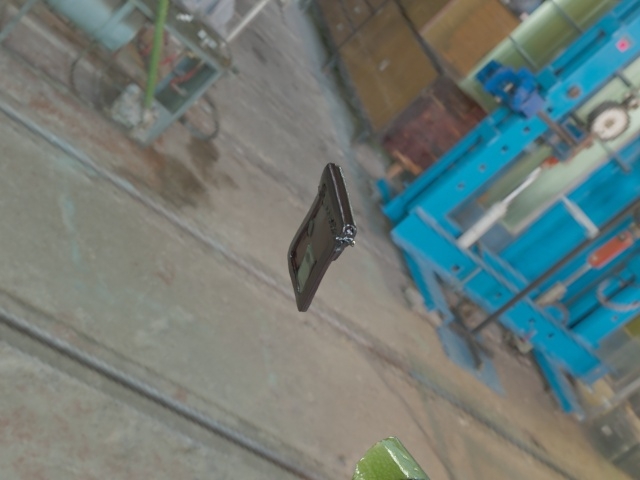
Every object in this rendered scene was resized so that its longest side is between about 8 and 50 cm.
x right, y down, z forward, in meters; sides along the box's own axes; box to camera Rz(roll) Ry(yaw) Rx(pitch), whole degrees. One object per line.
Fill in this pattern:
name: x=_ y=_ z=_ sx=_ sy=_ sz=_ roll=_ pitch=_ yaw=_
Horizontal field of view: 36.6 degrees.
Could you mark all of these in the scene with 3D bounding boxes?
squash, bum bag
squash: x=0.079 y=0.429 z=1.576 sx=0.220 sy=0.220 sz=0.133 roll=25 pitch=19 yaw=-49
bum bag: x=0.000 y=0.000 z=1.119 sx=0.026 sy=0.159 sz=0.109 roll=7 pitch=47 yaw=-21
